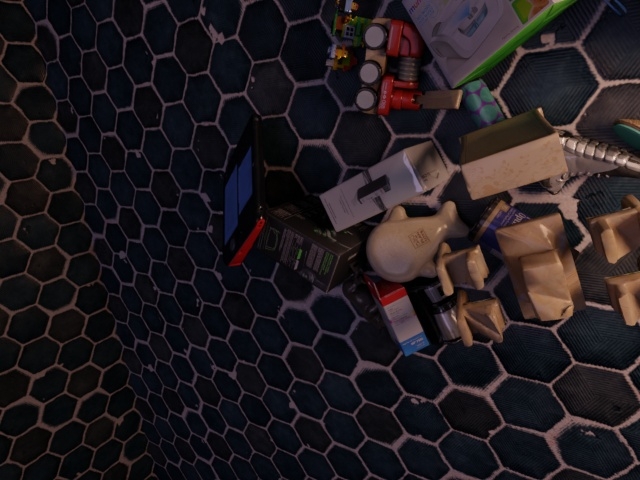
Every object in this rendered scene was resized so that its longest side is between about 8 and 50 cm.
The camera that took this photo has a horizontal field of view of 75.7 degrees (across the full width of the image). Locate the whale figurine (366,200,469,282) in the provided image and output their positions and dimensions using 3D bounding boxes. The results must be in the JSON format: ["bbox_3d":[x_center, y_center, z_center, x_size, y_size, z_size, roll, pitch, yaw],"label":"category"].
[{"bbox_3d":[0.260,0.002,1.124,0.272,0.141,0.216,-32,80,14],"label":"whale figurine"}]

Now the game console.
[{"bbox_3d":[-0.243,-0.142,1.270,0.342,0.060,0.386,130,139,-54],"label":"game console"}]

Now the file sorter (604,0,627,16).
[{"bbox_3d":[0.571,-0.499,0.715,0.104,0.118,0.170,48,127,5],"label":"file sorter"}]

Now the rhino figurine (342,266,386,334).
[{"bbox_3d":[0.161,0.203,1.283,0.243,0.073,0.106,50,123,6],"label":"rhino figurine"}]

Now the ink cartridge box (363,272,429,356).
[{"bbox_3d":[0.209,0.190,1.162,0.078,0.134,0.230,-25,101,-3],"label":"ink cartridge box"}]

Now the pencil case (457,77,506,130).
[{"bbox_3d":[0.378,-0.296,0.953,0.065,0.070,0.151,-28,88,3],"label":"pencil case"}]

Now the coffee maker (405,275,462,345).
[{"bbox_3d":[0.312,0.193,1.148,0.171,0.120,0.178,-27,91,38],"label":"coffee maker"}]

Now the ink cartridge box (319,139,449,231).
[{"bbox_3d":[0.166,-0.141,1.070,0.273,0.197,0.114,-23,94,37],"label":"ink cartridge box"}]

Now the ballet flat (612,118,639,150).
[{"bbox_3d":[0.679,-0.187,0.802,0.206,0.073,0.067,42,98,10],"label":"ballet flat"}]

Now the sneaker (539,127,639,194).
[{"bbox_3d":[0.559,-0.148,0.885,0.229,0.086,0.132,33,128,32],"label":"sneaker"}]

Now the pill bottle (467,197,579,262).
[{"bbox_3d":[0.472,0.003,0.967,0.219,0.123,0.122,35,123,18],"label":"pill bottle"}]

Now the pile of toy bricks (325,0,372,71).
[{"bbox_3d":[0.086,-0.545,1.047,0.105,0.118,0.212,7,104,-9],"label":"pile of toy bricks"}]

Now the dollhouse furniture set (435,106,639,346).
[{"bbox_3d":[0.422,-0.033,0.838,0.363,0.256,0.393,-17,109,27],"label":"dollhouse furniture set"}]

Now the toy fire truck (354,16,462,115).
[{"bbox_3d":[0.217,-0.403,0.989,0.247,0.158,0.216,12,120,9],"label":"toy fire truck"}]

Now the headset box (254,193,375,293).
[{"bbox_3d":[0.000,0.000,1.207,0.283,0.246,0.131,29,121,21],"label":"headset box"}]

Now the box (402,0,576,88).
[{"bbox_3d":[0.330,-0.488,0.821,0.231,0.127,0.262,60,154,-1],"label":"box"}]
